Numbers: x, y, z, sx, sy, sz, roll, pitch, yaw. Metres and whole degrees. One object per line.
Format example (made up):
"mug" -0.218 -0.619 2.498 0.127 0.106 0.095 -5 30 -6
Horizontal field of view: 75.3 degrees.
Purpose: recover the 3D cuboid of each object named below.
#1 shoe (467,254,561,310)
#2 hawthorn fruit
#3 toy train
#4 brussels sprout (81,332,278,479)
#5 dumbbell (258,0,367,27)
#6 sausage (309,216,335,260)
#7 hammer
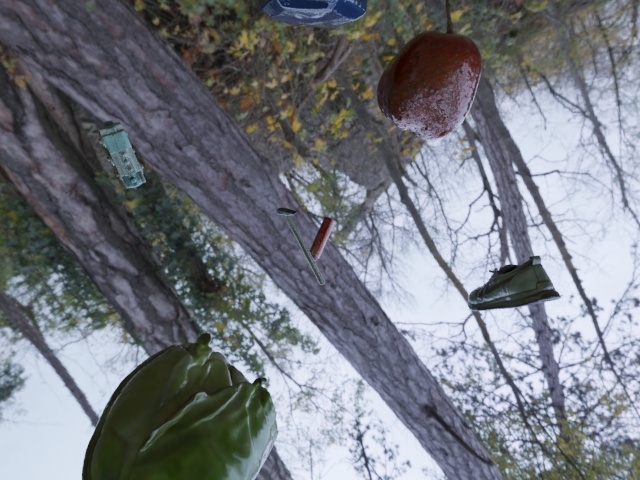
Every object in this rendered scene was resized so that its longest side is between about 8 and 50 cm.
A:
"shoe" 0.417 0.104 0.937 0.103 0.098 0.275 -5 168 -14
"hawthorn fruit" 0.181 -0.266 0.647 0.163 0.162 0.203 -75 -174 -58
"toy train" -0.551 -0.233 1.156 0.080 0.194 0.125 -25 -149 -20
"brussels sprout" -0.311 0.426 0.884 0.361 0.342 0.425 -37 -175 -36
"dumbbell" -0.007 -0.473 0.563 0.160 0.325 0.144 4 -166 4
"sausage" 0.000 0.000 1.106 0.034 0.034 0.129 6 -113 54
"hammer" -0.032 0.017 0.885 0.013 0.199 0.062 -40 -152 -27
